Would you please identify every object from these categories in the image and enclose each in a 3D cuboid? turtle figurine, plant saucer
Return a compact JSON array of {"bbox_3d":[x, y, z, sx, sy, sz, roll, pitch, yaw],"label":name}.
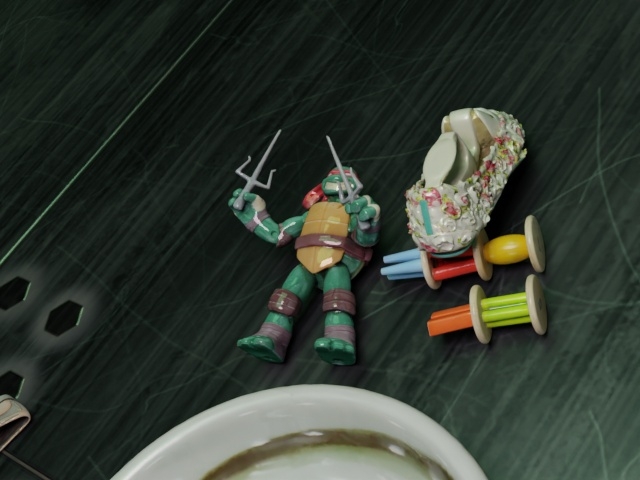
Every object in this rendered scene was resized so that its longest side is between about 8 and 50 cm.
[{"bbox_3d":[0.000,0.000,1.139,0.175,0.118,0.234,-11,61,41],"label":"turtle figurine"},{"bbox_3d":[-0.034,0.301,0.895,0.401,0.100,0.400,-16,45,17],"label":"plant saucer"}]

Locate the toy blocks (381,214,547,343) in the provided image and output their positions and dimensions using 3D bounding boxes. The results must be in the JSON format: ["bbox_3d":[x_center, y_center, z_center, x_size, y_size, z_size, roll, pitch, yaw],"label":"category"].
[{"bbox_3d":[0.125,0.042,1.074,0.148,0.054,0.123,-11,47,21],"label":"toy blocks"}]

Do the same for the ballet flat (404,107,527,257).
[{"bbox_3d":[0.137,-0.077,1.112,0.091,0.077,0.241,-11,29,26],"label":"ballet flat"}]

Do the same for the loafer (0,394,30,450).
[{"bbox_3d":[-0.343,0.210,1.195,0.039,0.045,0.125,23,62,34],"label":"loafer"}]
